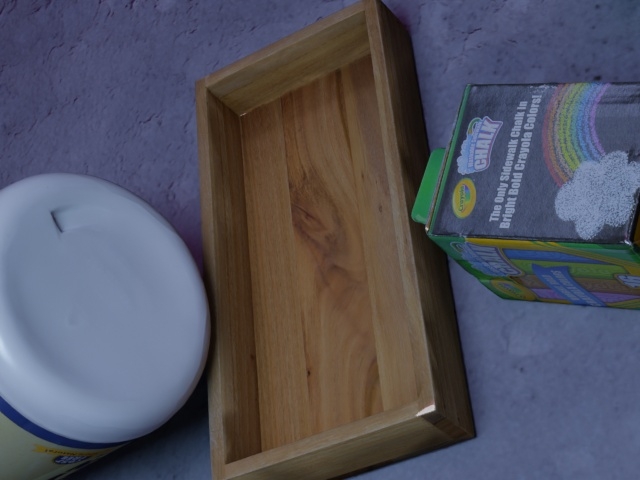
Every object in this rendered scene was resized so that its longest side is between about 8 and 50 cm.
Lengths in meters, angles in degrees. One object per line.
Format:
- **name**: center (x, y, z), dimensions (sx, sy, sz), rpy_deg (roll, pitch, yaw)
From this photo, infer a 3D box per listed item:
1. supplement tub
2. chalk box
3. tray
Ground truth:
- **supplement tub**: center (-0.268, 0.102, 1.122), dimensions (0.316, 0.228, 0.228), rpy_deg (-32, 48, 41)
- **chalk box**: center (0.172, -0.033, 0.986), dimensions (0.213, 0.132, 0.132), rpy_deg (4, 69, 38)
- **tray**: center (0.000, 0.000, 1.128), dimensions (0.203, 0.076, 0.411), rpy_deg (-22, 53, 25)
